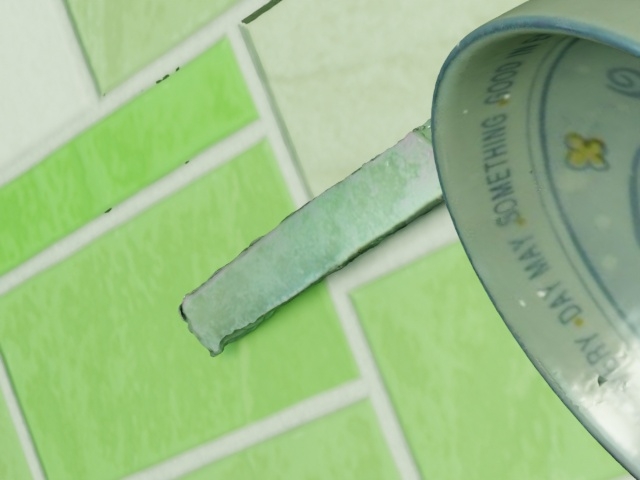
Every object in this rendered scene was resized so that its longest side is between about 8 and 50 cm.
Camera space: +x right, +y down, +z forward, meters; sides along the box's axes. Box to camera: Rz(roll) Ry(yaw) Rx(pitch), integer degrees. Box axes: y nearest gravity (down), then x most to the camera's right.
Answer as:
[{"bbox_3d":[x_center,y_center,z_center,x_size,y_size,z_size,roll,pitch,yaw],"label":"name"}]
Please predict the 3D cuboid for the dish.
[{"bbox_3d":[0.181,-0.003,0.582,0.273,0.134,0.273,45,161,20],"label":"dish"}]

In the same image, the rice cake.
[{"bbox_3d":[0.000,0.000,0.787,0.211,0.034,0.043,-34,85,36],"label":"rice cake"}]
